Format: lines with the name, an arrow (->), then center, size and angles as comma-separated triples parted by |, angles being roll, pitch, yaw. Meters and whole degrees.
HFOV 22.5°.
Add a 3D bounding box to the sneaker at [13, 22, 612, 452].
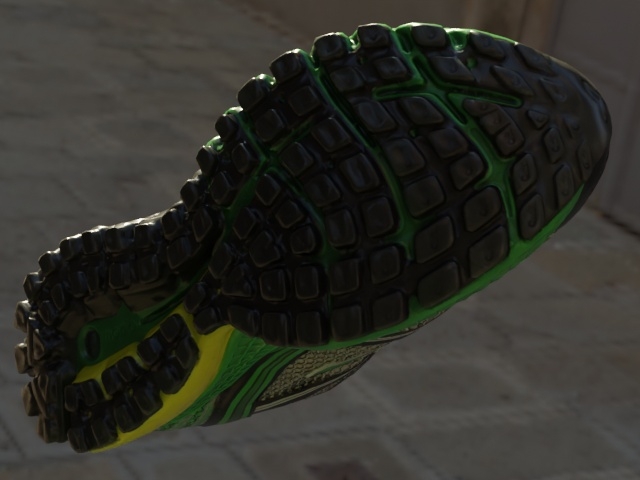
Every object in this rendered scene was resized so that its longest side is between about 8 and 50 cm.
sneaker -> 0.000, 0.000, 0.780 | 0.343, 0.134, 0.146 | -27, -17, 39
